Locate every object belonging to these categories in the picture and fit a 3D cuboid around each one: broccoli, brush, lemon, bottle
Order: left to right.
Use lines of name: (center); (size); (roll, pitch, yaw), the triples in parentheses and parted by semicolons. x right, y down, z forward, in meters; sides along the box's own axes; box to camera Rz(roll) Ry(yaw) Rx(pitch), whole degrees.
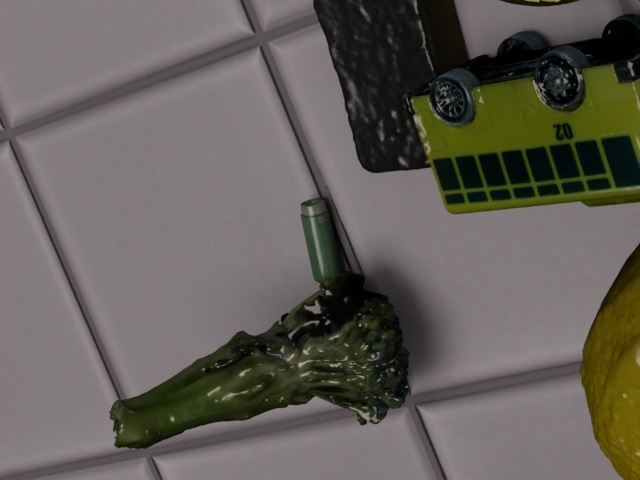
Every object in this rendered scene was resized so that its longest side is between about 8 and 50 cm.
broccoli: (-0.062, 0.141, 1.933); (0.165, 0.304, 0.145); (97, 155, -76)
bottle: (0.000, 0.000, 1.983); (0.030, 0.030, 0.083); (-1, 109, 38)
brush: (0.073, -0.160, 1.834); (0.123, 0.059, 0.197); (-6, 107, 40)
lemon: (0.355, 0.092, 1.600); (0.268, 0.268, 0.322); (36, 131, 19)

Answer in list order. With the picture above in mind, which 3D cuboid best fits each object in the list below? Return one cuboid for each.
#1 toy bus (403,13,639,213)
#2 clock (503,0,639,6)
toy bus: (0.217, -0.104, 1.690); (0.262, 0.128, 0.150); (-5, 109, 47)
clock: (0.185, -0.338, 1.658); (0.293, 0.071, 0.277); (23, 123, 22)
